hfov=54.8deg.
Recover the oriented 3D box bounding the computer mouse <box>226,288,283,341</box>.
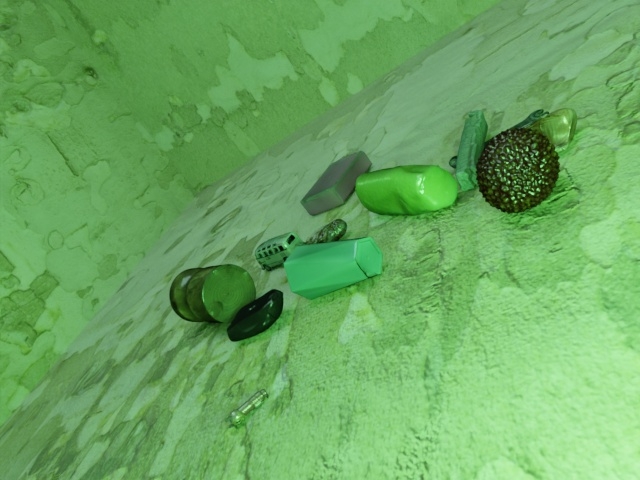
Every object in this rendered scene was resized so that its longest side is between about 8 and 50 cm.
[{"bbox_3d":[-0.167,0.207,1.680,0.217,0.073,0.122,-31,16,38],"label":"computer mouse"}]

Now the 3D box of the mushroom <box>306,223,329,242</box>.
[{"bbox_3d":[-0.006,-0.021,2.017,0.101,0.019,0.049,-32,18,22],"label":"mushroom"}]

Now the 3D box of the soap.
[{"bbox_3d":[0.059,-0.209,2.250,0.181,0.081,0.259,-20,26,43],"label":"soap"}]

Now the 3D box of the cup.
[{"bbox_3d":[0.034,0.064,1.571,0.236,0.134,0.148,-16,31,44],"label":"cup"}]

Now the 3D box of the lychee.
[{"bbox_3d":[0.420,-0.144,1.311,0.188,0.188,0.188,-33,19,13],"label":"lychee"}]

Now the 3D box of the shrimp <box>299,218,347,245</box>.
[{"bbox_3d":[0.001,0.001,1.881,0.190,0.075,0.073,-41,49,20],"label":"shrimp"}]

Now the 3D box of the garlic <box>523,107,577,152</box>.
[{"bbox_3d":[0.531,-0.249,1.478,0.174,0.099,0.124,-27,6,29],"label":"garlic"}]

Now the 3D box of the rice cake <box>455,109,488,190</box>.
[{"bbox_3d":[0.418,-0.256,1.697,0.063,0.066,0.336,-14,34,27],"label":"rice cake"}]

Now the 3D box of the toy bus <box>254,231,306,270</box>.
[{"bbox_3d":[-0.138,0.034,2.017,0.194,0.089,0.087,-19,26,46],"label":"toy bus"}]

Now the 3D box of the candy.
[{"bbox_3d":[0.226,-0.145,1.708,0.132,0.142,0.343,-31,16,-22],"label":"candy"}]

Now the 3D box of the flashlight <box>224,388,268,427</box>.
[{"bbox_3d":[-0.159,0.369,1.352,0.110,0.052,0.031,-38,54,-20],"label":"flashlight"}]

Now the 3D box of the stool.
[{"bbox_3d":[-0.339,0.168,1.921,0.179,0.179,0.264,-48,21,-28],"label":"stool"}]

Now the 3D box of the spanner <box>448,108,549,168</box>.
[{"bbox_3d":[0.497,-0.283,1.735,0.302,0.017,0.071,-29,24,20],"label":"spanner"}]
